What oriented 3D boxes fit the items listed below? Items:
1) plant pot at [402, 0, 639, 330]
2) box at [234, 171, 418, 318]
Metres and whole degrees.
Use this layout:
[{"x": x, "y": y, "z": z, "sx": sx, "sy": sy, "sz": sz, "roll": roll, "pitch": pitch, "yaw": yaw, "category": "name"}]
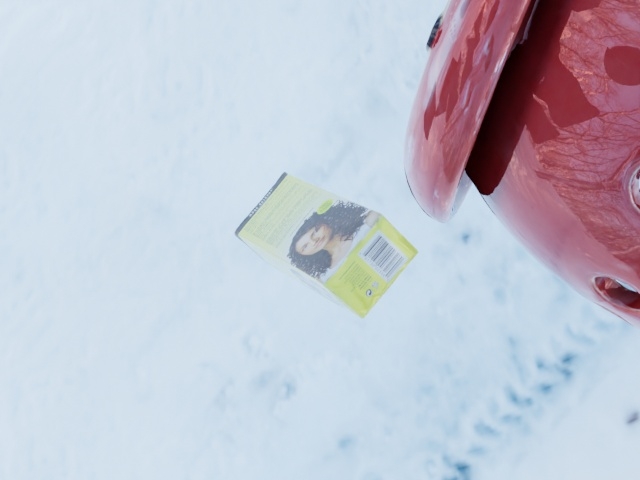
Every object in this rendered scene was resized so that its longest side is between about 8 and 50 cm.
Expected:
[{"x": 0.135, "y": -0.063, "z": 0.531, "sx": 0.174, "sy": 0.191, "sz": 0.191, "roll": 25, "pitch": 111, "yaw": 7, "category": "plant pot"}, {"x": 0.000, "y": 0.000, "z": 1.370, "sx": 0.058, "sy": 0.232, "sz": 0.087, "roll": 43, "pitch": 82, "yaw": -25, "category": "box"}]
